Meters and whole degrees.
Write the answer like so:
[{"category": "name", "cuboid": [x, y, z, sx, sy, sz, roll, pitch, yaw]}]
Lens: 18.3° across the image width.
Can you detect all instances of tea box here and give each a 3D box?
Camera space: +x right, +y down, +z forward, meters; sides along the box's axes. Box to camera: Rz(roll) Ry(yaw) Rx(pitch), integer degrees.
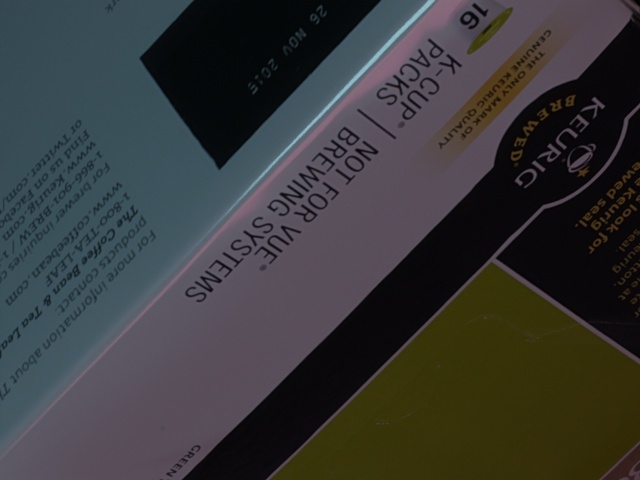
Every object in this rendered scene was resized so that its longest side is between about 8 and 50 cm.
[{"category": "tea box", "cuboid": [0.000, 0.000, 0.837, 0.329, 0.220, 0.323, -45, 137, 11]}]
